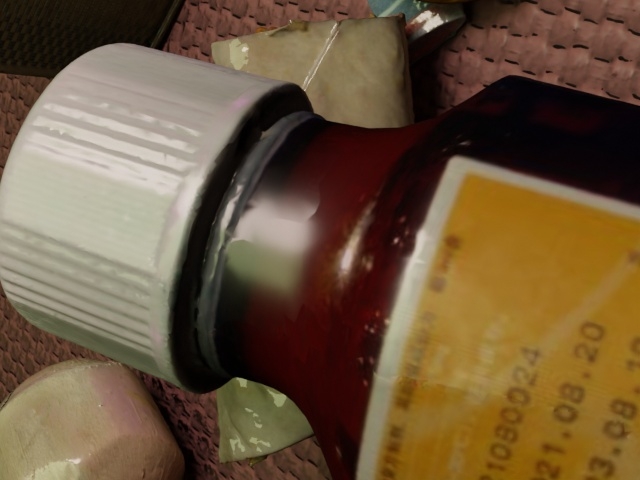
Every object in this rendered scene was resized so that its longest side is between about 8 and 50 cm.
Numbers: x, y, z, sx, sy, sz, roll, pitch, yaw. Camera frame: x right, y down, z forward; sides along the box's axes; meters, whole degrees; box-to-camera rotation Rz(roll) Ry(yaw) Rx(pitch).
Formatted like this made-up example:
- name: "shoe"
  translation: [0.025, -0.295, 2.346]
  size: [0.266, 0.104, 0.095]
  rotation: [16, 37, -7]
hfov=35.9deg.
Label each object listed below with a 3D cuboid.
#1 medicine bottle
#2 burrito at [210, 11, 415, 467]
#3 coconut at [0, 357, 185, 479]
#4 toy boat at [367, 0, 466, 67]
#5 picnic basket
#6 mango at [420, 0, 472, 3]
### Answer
- name: "medicine bottle"
  translation: [0.045, 0.020, 0.500]
  size: [0.395, 0.242, 0.243]
  rotation: [21, 106, 21]
- name: "burrito"
  translation: [-0.004, 0.000, 0.673]
  size: [0.105, 0.143, 0.299]
  rotation: [-158, 66, -72]
- name: "coconut"
  translation: [-0.199, 0.202, 0.860]
  size: [0.171, 0.170, 0.183]
  rotation: [-54, 56, 31]
- name: "toy boat"
  translation: [0.052, -0.187, 0.699]
  size: [0.096, 0.034, 0.122]
  rotation: [-31, 68, 34]
- name: "picnic basket"
  translation: [-0.245, -0.241, 0.835]
  size: [0.139, 0.266, 0.165]
  rotation: [46, 117, 26]
- name: "mango"
  translation: [0.081, -0.193, 0.635]
  size: [0.114, 0.060, 0.080]
  rotation: [7, 91, 18]
